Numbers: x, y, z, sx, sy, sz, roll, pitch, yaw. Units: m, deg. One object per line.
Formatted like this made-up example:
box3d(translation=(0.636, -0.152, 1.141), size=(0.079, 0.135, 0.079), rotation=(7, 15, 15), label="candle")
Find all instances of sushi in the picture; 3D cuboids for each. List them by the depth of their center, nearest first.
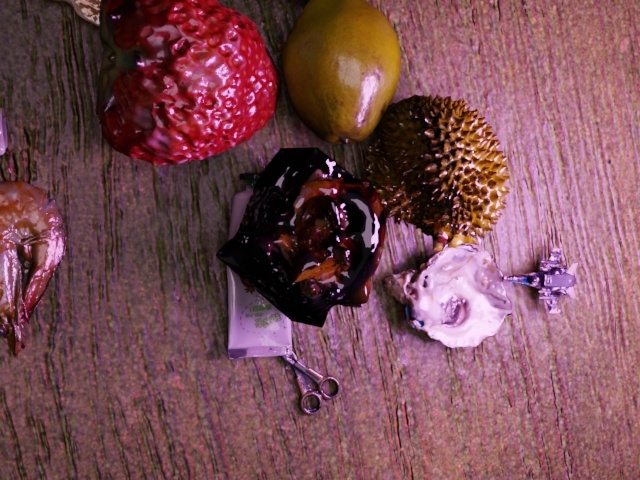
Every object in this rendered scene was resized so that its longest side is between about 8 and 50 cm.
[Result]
box3d(translation=(0.001, -0.001, 1.370), size=(0.215, 0.212, 0.227), rotation=(45, 65, -37), label="sushi")

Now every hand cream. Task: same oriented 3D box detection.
box3d(translation=(-0.113, 0.047, 1.463), size=(0.121, 0.076, 0.335), rotation=(-3, 96, -18), label="hand cream")

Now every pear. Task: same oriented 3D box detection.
box3d(translation=(0.035, -0.298, 1.417), size=(0.212, 0.212, 0.269), rotation=(-4, 84, -16), label="pear")

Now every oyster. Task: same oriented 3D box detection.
box3d(translation=(0.255, 0.109, 1.564), size=(0.214, 0.083, 0.222), rotation=(-31, 106, -9), label="oyster")

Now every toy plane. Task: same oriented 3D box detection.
box3d(translation=(0.438, 0.078, 1.598), size=(0.188, 0.062, 0.135), rotation=(5, 87, -38), label="toy plane")

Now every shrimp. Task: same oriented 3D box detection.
box3d(translation=(-0.502, 0.047, 1.355), size=(0.154, 0.062, 0.294), rotation=(0, 91, -22), label="shrimp")

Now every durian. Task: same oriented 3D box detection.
box3d(translation=(0.210, -0.125, 1.436), size=(0.258, 0.293, 0.258), rotation=(-9, 121, -15), label="durian")

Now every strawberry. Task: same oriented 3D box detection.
box3d(translation=(-0.205, -0.258, 1.310), size=(0.310, 0.292, 0.291), rotation=(8, 90, -12), label="strawberry")

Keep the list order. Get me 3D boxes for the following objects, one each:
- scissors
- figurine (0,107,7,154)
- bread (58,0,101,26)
box3d(translation=(-0.051, 0.224, 1.514), size=(0.088, 0.017, 0.220), rotation=(-39, 101, -9), label="scissors")
box3d(translation=(-0.587, -0.178, 1.324), size=(0.146, 0.081, 0.098), rotation=(-4, 50, -11), label="figurine")
box3d(translation=(-0.343, -0.505, 1.377), size=(0.316, 0.054, 0.316), rotation=(0, 92, -15), label="bread")
